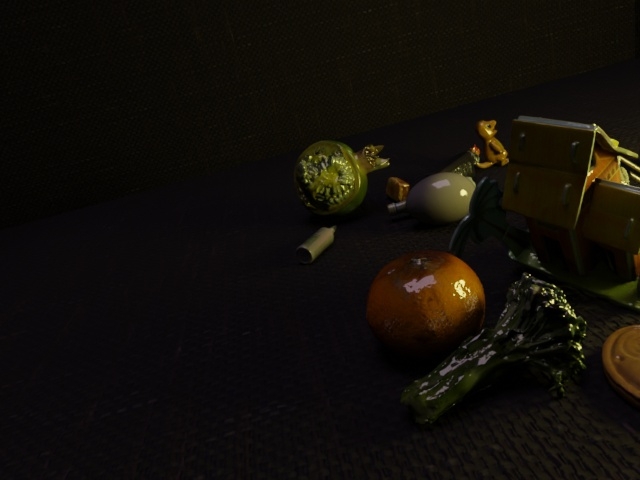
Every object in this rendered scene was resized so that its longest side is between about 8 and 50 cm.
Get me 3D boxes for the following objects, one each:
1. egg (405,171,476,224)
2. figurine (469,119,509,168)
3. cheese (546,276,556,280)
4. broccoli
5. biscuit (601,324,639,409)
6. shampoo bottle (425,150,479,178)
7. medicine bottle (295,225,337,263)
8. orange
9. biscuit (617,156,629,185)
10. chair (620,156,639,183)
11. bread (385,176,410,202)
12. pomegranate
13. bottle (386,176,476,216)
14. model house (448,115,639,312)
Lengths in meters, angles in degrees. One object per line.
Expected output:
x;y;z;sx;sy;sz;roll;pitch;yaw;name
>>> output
0.338;-0.117;1.407;0.198;0.147;0.146;-7;22;18;egg
0.588;-0.340;1.784;0.122;0.176;0.121;-24;18;7;figurine
0.540;0.005;1.088;0.156;0.064;0.250;-4;36;28;cheese
0.257;0.179;0.767;0.304;0.146;0.165;-31;20;-8;broccoli
0.547;0.161;0.724;0.288;0.044;0.202;-24;23;-18;biscuit
0.457;-0.228;1.678;0.071;0.098;0.309;0;25;44;shampoo bottle
0.000;0.000;1.459;0.057;0.058;0.199;0;26;33;medicine bottle
0.185;0.109;0.908;0.223;0.170;0.224;-11;20;4;orange
0.684;-0.118;1.181;0.046;0.148;0.250;7;28;22;biscuit
0.875;-0.160;1.173;0.272;0.166;0.188;34;31;3;chair
0.263;-0.173;1.705;0.053;0.074;0.132;1;20;-11;bread
0.066;-0.216;1.668;0.340;0.261;0.260;-19;19;17;pomegranate
0.336;-0.124;1.521;0.269;0.083;0.083;-16;21;4;bottle
0.438;-0.041;0.890;0.340;0.324;0.300;-43;36;-13;model house
